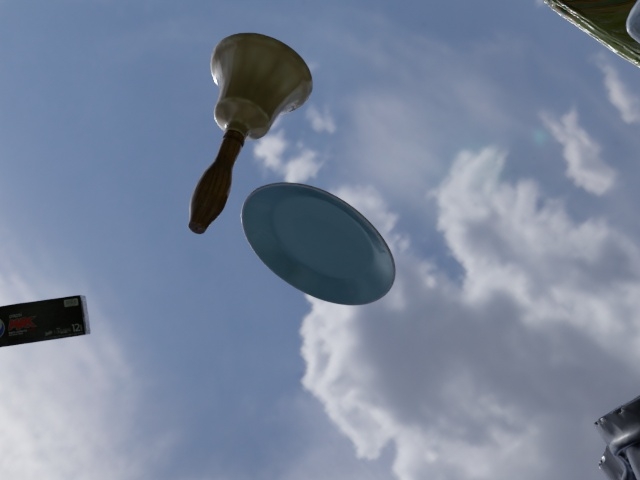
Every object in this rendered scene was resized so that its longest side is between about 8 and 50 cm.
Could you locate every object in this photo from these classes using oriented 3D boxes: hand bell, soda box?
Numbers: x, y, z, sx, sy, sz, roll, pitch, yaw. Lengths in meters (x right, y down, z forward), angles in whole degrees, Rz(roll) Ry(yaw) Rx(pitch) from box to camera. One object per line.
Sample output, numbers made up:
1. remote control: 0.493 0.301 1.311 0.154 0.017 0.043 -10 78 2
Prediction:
1. hand bell: -0.102 -0.105 1.391 0.126 0.126 0.242 30 -128 -13
2. soda box: -0.385 0.107 1.603 0.169 0.060 0.053 -8 -93 -4

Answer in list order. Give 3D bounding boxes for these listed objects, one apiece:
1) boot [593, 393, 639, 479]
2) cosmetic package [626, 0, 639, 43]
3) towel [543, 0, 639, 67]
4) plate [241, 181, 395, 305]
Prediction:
1. boot: 0.323 0.210 0.875 0.260 0.131 0.348 55 180 23
2. cosmetic package: 0.483 -0.196 0.847 0.393 0.327 0.329 37 -143 1
3. towel: 0.324 -0.231 1.295 0.102 0.021 0.237 -12 -150 -10
4. plate: 0.000 0.000 1.379 0.188 0.188 0.024 36 -127 -5
